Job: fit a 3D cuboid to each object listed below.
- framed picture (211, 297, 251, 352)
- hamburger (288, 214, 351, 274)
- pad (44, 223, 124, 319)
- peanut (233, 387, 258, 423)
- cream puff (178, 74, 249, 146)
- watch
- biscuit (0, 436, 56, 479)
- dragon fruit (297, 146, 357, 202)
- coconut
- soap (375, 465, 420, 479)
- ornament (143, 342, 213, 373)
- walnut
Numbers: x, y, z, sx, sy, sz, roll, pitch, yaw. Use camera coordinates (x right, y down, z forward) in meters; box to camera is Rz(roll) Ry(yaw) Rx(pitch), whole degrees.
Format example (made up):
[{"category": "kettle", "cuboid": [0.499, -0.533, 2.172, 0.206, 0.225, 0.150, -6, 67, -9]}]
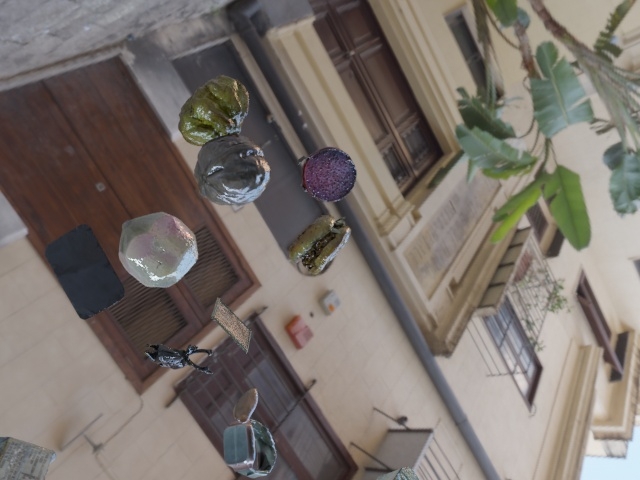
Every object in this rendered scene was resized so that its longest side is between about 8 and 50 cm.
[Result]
[{"category": "framed picture", "cuboid": [-0.306, 0.291, 1.828, 0.011, 0.183, 0.142, -36, -162, 11]}, {"category": "hamburger", "cuboid": [0.000, 0.000, 1.429, 0.185, 0.113, 0.177, -54, 171, -7]}, {"category": "pad", "cuboid": [-0.732, 0.097, 1.630, 0.181, 0.267, 0.004, -30, 178, 7]}, {"category": "peanut", "cuboid": [-0.282, 0.628, 2.011, 0.076, 0.076, 0.152, -21, -153, 33]}, {"category": "cream puff", "cuboid": [-0.336, -0.404, 1.663, 0.244, 0.196, 0.244, -55, -157, 37]}, {"category": "watch", "cuboid": [-0.306, 0.951, 2.411, 0.162, 0.253, 0.241, -21, 153, 30]}, {"category": "biscuit", "cuboid": [-0.795, 0.616, 1.362, 0.079, 0.186, 0.309, -60, -159, 3]}, {"category": "dragon fruit", "cuboid": [0.019, -0.270, 2.070, 0.224, 0.218, 0.148, -14, -157, -7]}, {"category": "coconut", "cuboid": [-0.509, 0.016, 1.631, 0.227, 0.230, 0.227, -34, -157, 17]}, {"category": "soap", "cuboid": [0.226, 0.794, 1.599, 0.091, 0.145, 0.230, -41, 171, 29]}, {"category": "ornament", "cuboid": [-0.448, 0.403, 1.781, 0.236, 0.202, 0.080, -1, -116, 24]}, {"category": "walnut", "cuboid": [-0.252, -0.202, 1.523, 0.224, 0.224, 0.224, -28, -167, 7]}]
